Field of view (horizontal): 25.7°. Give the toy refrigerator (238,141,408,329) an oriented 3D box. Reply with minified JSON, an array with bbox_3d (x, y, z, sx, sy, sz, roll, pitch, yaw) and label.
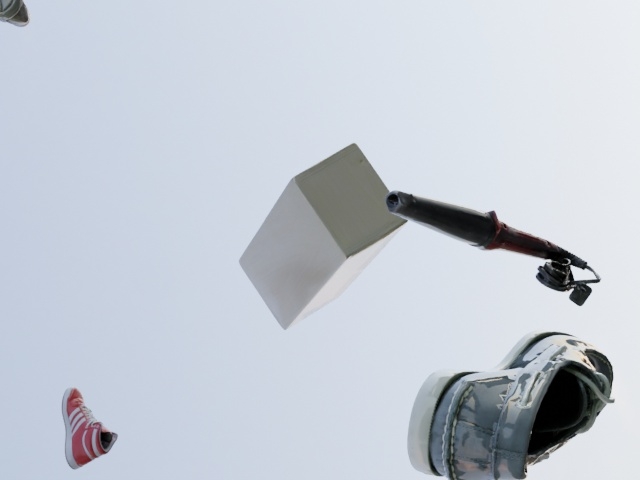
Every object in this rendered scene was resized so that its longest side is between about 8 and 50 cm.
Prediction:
[{"bbox_3d":[0.000,0.000,1.539,0.094,0.102,0.269,-31,-9,-24],"label":"toy refrigerator"}]

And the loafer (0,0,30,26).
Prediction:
[{"bbox_3d":[-0.281,-0.213,1.132,0.045,0.125,0.039,-46,-21,-2],"label":"loafer"}]

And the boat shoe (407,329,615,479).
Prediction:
[{"bbox_3d":[0.187,0.143,1.157,0.319,0.099,0.116,-4,-80,-57],"label":"boat shoe"}]

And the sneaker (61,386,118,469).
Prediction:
[{"bbox_3d":[-0.306,0.240,1.863,0.042,0.067,0.118,43,-150,-51],"label":"sneaker"}]

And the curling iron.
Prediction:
[{"bbox_3d":[0.144,-0.002,1.137,0.274,0.068,0.035,23,-75,-45],"label":"curling iron"}]
